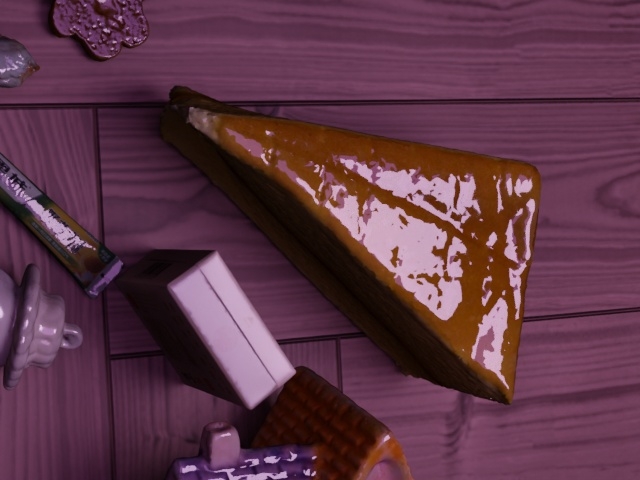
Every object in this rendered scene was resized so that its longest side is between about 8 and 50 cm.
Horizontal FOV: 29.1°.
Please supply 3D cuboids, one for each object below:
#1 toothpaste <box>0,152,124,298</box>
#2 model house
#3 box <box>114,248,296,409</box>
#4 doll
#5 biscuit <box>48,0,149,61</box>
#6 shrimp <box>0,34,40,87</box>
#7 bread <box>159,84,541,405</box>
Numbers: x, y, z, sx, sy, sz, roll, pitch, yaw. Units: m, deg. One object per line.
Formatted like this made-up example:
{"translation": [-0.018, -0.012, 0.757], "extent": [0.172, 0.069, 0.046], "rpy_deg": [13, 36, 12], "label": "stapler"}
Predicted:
{"translation": [-0.273, -0.029, 1.183], "extent": [0.204, 0.031, 0.049], "rpy_deg": [47, 74, -19], "label": "toothpaste"}
{"translation": [-0.042, 0.254, 1.159], "extent": [0.236, 0.202, 0.238], "rpy_deg": [-1, 106, -22], "label": "model house"}
{"translation": [-0.113, 0.078, 1.158], "extent": [0.058, 0.201, 0.141], "rpy_deg": [-37, 102, -19], "label": "box"}
{"translation": [-0.358, 0.061, 1.106], "extent": [0.293, 0.119, 0.138], "rpy_deg": [11, 116, -17], "label": "doll"}
{"translation": [-0.235, -0.261, 1.202], "extent": [0.124, 0.026, 0.175], "rpy_deg": [-29, 100, -19], "label": "biscuit"}
{"translation": [-0.323, -0.140, 1.098], "extent": [0.161, 0.166, 0.049], "rpy_deg": [1, 123, -23], "label": "shrimp"}
{"translation": [0.000, 0.000, 1.196], "extent": [0.361, 0.233, 0.245], "rpy_deg": [11, 87, -19], "label": "bread"}
